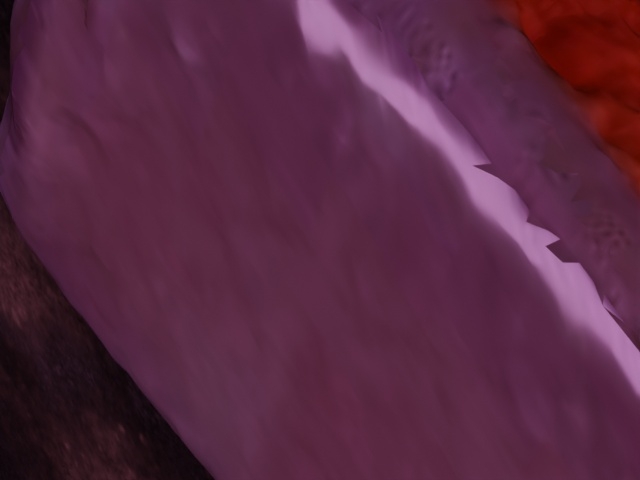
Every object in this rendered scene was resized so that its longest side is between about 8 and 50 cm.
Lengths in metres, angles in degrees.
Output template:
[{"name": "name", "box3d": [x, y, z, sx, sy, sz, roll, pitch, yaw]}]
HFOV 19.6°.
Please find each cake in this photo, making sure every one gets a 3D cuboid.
[{"name": "cake", "box3d": [0.075, -0.010, 0.560, 0.309, 0.237, 0.230, 53, 148, 14]}]
